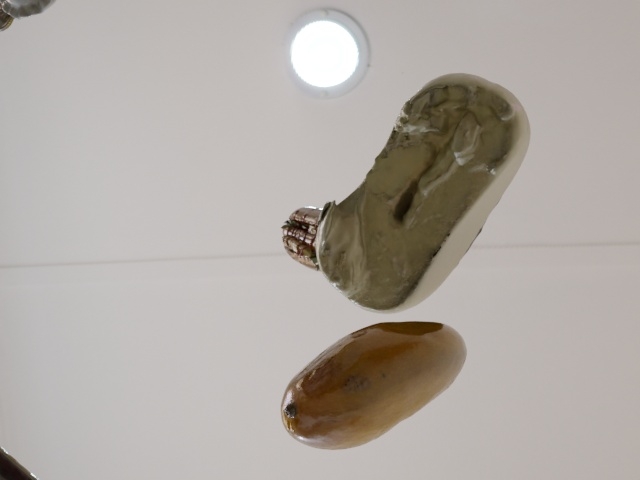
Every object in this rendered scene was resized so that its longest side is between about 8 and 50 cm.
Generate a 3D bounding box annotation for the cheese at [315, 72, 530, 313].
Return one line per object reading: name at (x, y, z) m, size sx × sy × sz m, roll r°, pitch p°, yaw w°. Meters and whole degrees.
cheese at (0.109, -0.048, 0.859) m, size 0.127 × 0.233 × 0.266 m, roll 35°, pitch -78°, yaw 15°

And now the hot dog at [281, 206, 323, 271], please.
hot dog at (0.000, 0.000, 1.338) m, size 0.076 × 0.250 × 0.104 m, roll 3°, pitch -82°, yaw -34°

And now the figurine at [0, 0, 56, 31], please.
figurine at (-0.447, -0.449, 1.359) m, size 0.143 × 0.143 × 0.271 m, roll 41°, pitch -67°, yaw -3°

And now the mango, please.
mango at (0.048, 0.106, 0.629) m, size 0.075 × 0.190 × 0.098 m, roll 60°, pitch -42°, yaw 23°

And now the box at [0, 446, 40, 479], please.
box at (-0.253, 0.191, 0.551) m, size 0.240 × 0.071 × 0.159 m, roll 31°, pitch -49°, yaw 20°
